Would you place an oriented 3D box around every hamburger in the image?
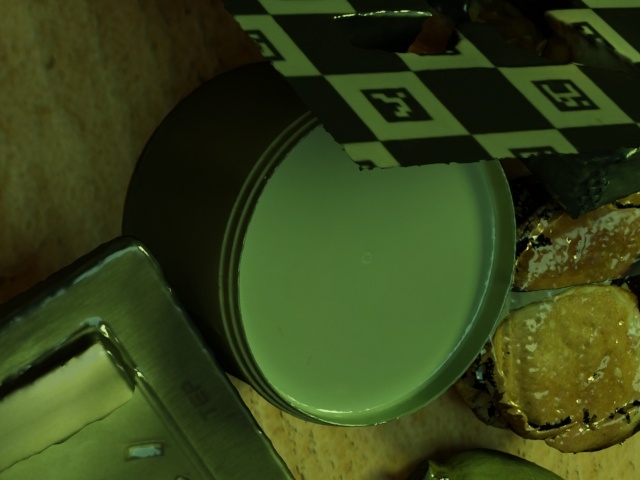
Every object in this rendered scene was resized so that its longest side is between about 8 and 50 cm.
[{"bbox_3d":[0.191,0.054,1.351,0.231,0.107,0.231,-11,112,-29],"label":"hamburger"}]

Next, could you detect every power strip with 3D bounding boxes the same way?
[{"bbox_3d":[-0.173,0.142,1.125,0.257,0.092,0.251,-30,126,-2],"label":"power strip"}]

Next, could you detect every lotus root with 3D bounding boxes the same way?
[{"bbox_3d":[0.143,0.208,1.365,0.183,0.090,0.077,25,115,-34],"label":"lotus root"}]

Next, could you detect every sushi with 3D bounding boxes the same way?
[{"bbox_3d":[0.077,-0.133,1.113,0.359,0.343,0.064,-6,131,-34],"label":"sushi"}]

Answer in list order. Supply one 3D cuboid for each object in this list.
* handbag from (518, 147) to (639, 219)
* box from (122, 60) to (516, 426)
[{"bbox_3d":[0.225,-0.129,1.306,0.270,0.175,0.088,-23,158,-27],"label":"handbag"},{"bbox_3d":[0.000,0.000,1.177,0.226,0.149,0.226,-9,107,-32],"label":"box"}]
